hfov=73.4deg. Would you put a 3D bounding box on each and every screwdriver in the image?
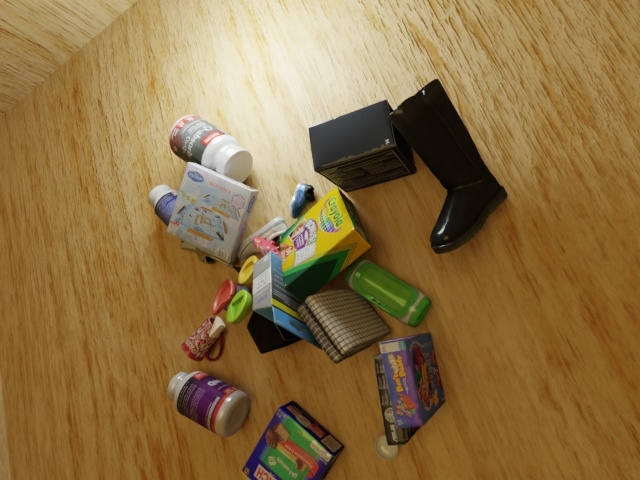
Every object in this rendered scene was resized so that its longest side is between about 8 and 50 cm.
[{"bbox_3d":[-0.382,0.105,1.819,0.024,0.170,0.025,-58,23,5],"label":"screwdriver"}]

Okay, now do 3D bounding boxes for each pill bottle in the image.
[{"bbox_3d":[-0.483,-0.396,1.906,0.363,0.210,0.210,33,96,26],"label":"pill bottle"},{"bbox_3d":[-0.461,0.648,1.742,0.323,0.181,0.181,15,88,26],"label":"pill bottle"},{"bbox_3d":[-0.670,-0.137,1.984,0.264,0.153,0.153,39,99,25],"label":"pill bottle"}]

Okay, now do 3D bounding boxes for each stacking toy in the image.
[{"bbox_3d":[-0.303,0.247,1.705,0.309,0.130,0.279,-38,34,34],"label":"stacking toy"}]

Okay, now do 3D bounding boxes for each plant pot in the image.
[{"bbox_3d":[-0.170,0.334,1.664,0.167,0.187,0.188,-45,66,27],"label":"plant pot"}]

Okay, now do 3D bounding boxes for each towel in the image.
[{"bbox_3d":[0.078,0.285,1.497,0.235,0.283,0.121,50,119,24],"label":"towel"}]

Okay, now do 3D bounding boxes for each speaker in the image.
[{"bbox_3d":[0.235,0.181,1.520,0.296,0.131,0.131,32,96,26],"label":"speaker"}]

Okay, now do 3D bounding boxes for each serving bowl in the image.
[{"bbox_3d":[0.231,0.713,1.489,0.083,0.027,0.083,-4,80,24],"label":"serving bowl"}]

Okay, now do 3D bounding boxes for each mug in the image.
[{"bbox_3d":[-0.484,0.427,1.849,0.169,0.150,0.113,-49,29,6],"label":"mug"}]

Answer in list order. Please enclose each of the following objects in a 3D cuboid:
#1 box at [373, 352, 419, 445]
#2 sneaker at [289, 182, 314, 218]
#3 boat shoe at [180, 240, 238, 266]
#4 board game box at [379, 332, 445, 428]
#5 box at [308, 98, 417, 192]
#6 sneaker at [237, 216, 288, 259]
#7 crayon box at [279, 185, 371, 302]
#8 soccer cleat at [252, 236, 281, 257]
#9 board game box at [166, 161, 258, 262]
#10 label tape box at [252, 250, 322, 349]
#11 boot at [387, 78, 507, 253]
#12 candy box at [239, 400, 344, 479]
[{"bbox_3d":[0.253,0.500,1.409,0.060,0.216,0.270,-14,77,23],"label":"box"},{"bbox_3d":[-0.070,-0.159,1.756,0.084,0.058,0.152,11,80,35],"label":"sneaker"},{"bbox_3d":[-0.499,0.051,1.895,0.302,0.113,0.103,5,78,25],"label":"boat shoe"},{"bbox_3d":[0.294,0.415,1.330,0.078,0.347,0.233,-16,75,23],"label":"board game box"},{"bbox_3d":[0.157,-0.325,1.544,0.296,0.294,0.183,-14,76,22],"label":"box"},{"bbox_3d":[-0.240,0.011,1.790,0.258,0.094,0.091,-39,70,17],"label":"sneaker"},{"bbox_3d":[0.000,0.000,1.559,0.313,0.106,0.363,-42,27,15],"label":"crayon box"},{"bbox_3d":[-0.180,0.080,1.721,0.248,0.083,0.095,36,114,-1],"label":"soccer cleat"},{"bbox_3d":[-0.449,-0.117,1.774,0.318,0.066,0.318,25,104,13],"label":"board game box"},{"bbox_3d":[-0.124,0.232,1.538,0.106,0.240,0.334,-36,37,22],"label":"label tape box"},{"bbox_3d":[0.359,-0.231,1.336,0.445,0.367,0.146,56,148,-11],"label":"boot"},{"bbox_3d":[-0.110,0.813,1.583,0.268,0.122,0.317,32,97,26],"label":"candy box"}]
